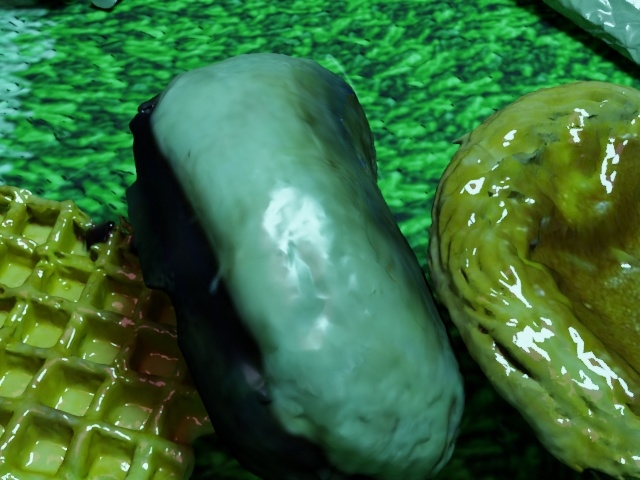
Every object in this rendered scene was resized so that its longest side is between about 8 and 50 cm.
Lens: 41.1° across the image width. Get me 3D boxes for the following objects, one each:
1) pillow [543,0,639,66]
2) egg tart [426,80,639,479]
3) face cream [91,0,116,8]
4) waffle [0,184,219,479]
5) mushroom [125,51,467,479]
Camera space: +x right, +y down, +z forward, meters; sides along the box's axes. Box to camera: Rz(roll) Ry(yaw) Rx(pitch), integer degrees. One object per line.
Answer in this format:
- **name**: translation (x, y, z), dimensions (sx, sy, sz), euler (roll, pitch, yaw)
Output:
- **pillow**: translation (0.382, -0.270, 0.878), dimensions (0.281, 0.076, 0.274), euler (-37, 66, -27)
- **egg tart**: translation (0.230, 0.044, 0.572), dimensions (0.352, 0.150, 0.351), euler (7, 50, -9)
- **face cream**: translation (-0.197, -0.274, 0.865), dimensions (0.038, 0.020, 0.115), euler (9, 49, 14)
- **waffle**: translation (-0.173, 0.062, 0.587), dimensions (0.283, 0.065, 0.309), euler (-23, 61, -22)
- **mushroom**: translation (0.001, -0.002, 0.560), dimensions (0.248, 0.130, 0.344), euler (26, 38, -36)
